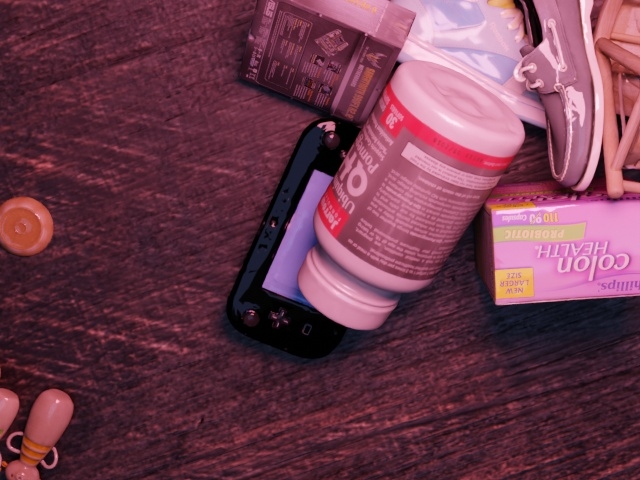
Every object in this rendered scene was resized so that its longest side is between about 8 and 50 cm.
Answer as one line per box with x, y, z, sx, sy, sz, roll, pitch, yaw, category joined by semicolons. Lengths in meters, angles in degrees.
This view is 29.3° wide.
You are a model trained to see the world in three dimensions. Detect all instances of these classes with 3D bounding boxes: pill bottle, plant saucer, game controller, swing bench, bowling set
0.099;-0.048;1.511;0.176;0.176;0.318;29;116;-3;pill bottle
-0.408;-0.018;1.672;0.083;0.015;0.083;0;99;1;plant saucer
0.000;0.000;1.642;0.167;0.067;0.319;24;99;-3;game controller
0.462;-0.167;1.450;0.253;0.254;0.165;9;126;-6;swing bench
-0.494;0.242;1.629;0.287;0.200;0.154;27;100;1;bowling set

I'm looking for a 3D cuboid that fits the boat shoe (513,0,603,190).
0.273;-0.216;1.475;0.099;0.116;0.319;-2;85;-9;boat shoe

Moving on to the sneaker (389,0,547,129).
0.241;-0.275;1.566;0.319;0.127;0.208;26;100;-4;sneaker

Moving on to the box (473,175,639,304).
0.310;-0.006;1.547;0.214;0.243;0.117;-4;100;2;box

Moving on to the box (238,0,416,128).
0.002;-0.242;1.525;0.183;0.231;0.056;22;68;-2;box
